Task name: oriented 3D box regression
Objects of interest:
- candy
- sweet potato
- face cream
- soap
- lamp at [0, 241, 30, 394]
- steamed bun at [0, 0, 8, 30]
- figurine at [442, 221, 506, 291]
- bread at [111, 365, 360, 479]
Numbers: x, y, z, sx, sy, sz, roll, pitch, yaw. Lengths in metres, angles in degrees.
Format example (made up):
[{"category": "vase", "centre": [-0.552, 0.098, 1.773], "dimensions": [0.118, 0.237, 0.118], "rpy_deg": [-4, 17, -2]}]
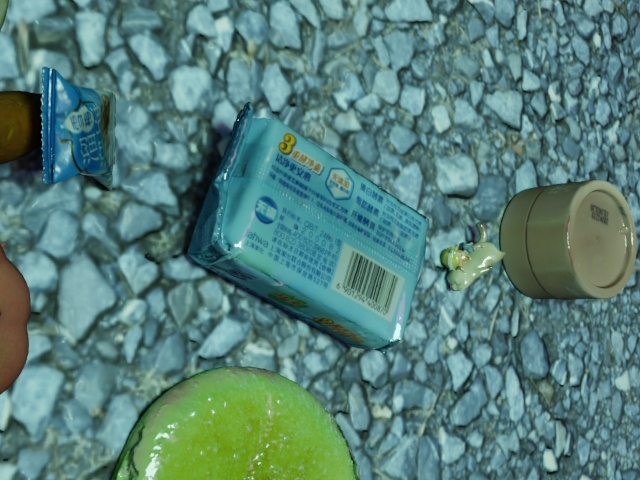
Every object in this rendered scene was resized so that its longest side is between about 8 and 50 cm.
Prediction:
[{"category": "candy", "centre": [-0.195, -0.086, 0.681], "dimensions": [0.136, 0.038, 0.088], "rpy_deg": [-5, 92, -82]}, {"category": "sweet potato", "centre": [-0.259, -0.073, 0.598], "dimensions": [0.057, 0.057, 0.264], "rpy_deg": [69, 24, -11]}, {"category": "face cream", "centre": [0.315, 0.001, 1.059], "dimensions": [0.149, 0.104, 0.149], "rpy_deg": [3, 85, -38]}, {"category": "soap", "centre": [0.000, 0.000, 0.833], "dimensions": [0.293, 0.077, 0.156], "rpy_deg": [32, 67, -33]}, {"category": "lamp", "centre": [-0.288, 0.058, 0.569], "dimensions": [0.182, 0.140, 0.181], "rpy_deg": [1, 88, -35]}, {"category": "steamed bun", "centre": [-0.337, -0.151, 0.437], "dimensions": [0.310, 0.324, 0.219], "rpy_deg": [27, 74, -24]}, {"category": "figurine", "centre": [0.175, 0.020, 0.994], "dimensions": [0.083, 0.047, 0.050], "rpy_deg": [-37, 94, -26]}, {"category": "bread", "centre": [-0.072, 0.269, 0.780], "dimensions": [0.301, 0.045, 0.301], "rpy_deg": [3, 86, -38]}]
